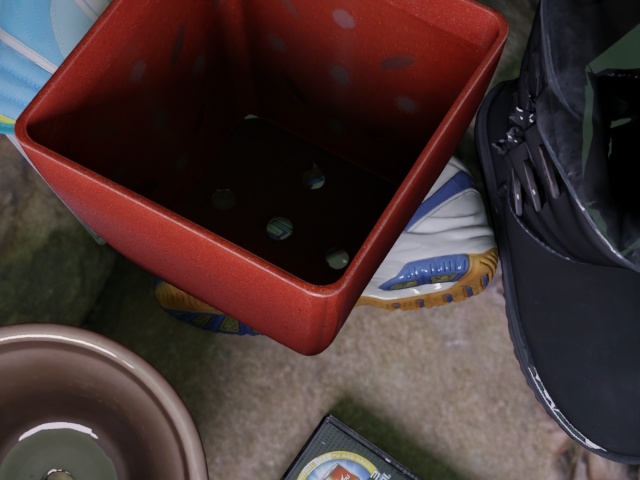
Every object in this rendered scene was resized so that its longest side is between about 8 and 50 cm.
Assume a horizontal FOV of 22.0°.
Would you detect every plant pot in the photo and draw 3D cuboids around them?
[{"bbox_3d":[-0.220,0.199,1.327,0.263,0.229,0.263,0,85,-3],"label":"plant pot"},{"bbox_3d":[-0.037,-0.062,1.277,0.267,0.235,0.267,27,65,15],"label":"plant pot"}]

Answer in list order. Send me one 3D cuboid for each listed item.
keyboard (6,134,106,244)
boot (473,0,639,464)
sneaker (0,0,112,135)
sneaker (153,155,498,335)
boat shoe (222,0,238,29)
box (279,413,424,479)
[{"bbox_3d":[-0.250,-0.115,1.467,0.072,0.014,0.256,-40,88,-11],"label":"keyboard"},{"bbox_3d":[0.232,0.006,1.265,0.146,0.445,0.367,-22,86,-5],"label":"boot"},{"bbox_3d":[-0.263,-0.214,1.414,0.208,0.127,0.319,-52,55,23],"label":"sneaker"},{"bbox_3d":[0.000,0.000,1.437,0.297,0.112,0.131,-7,68,-6],"label":"sneaker"},{"bbox_3d":[-0.081,-0.228,1.382,0.078,0.070,0.219,32,95,-1],"label":"boat shoe"},{"bbox_3d":[0.017,0.319,1.415,0.216,0.060,0.270,36,83,0],"label":"box"}]
